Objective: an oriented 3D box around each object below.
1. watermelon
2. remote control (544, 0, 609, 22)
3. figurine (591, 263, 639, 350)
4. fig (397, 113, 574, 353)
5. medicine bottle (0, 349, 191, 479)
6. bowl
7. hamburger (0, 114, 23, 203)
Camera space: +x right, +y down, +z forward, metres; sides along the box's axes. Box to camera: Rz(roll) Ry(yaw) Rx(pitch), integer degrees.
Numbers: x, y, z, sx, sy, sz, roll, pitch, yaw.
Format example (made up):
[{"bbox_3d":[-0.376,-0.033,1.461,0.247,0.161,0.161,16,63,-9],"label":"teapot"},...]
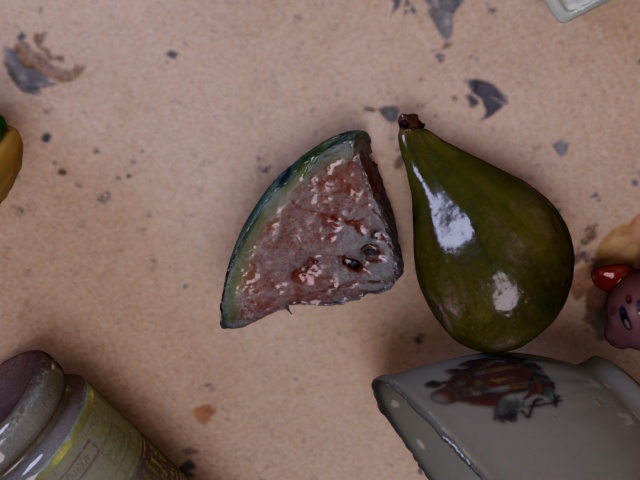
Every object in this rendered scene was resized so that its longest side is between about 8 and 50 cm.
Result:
[{"bbox_3d":[0.000,0.000,1.555,0.139,0.071,0.187,30,104,-23],"label":"watermelon"},{"bbox_3d":[0.291,-0.293,1.419,0.344,0.050,0.145,-27,114,13],"label":"remote control"},{"bbox_3d":[0.265,0.053,1.583,0.083,0.071,0.067,-18,158,16],"label":"figurine"},{"bbox_3d":[0.128,-0.010,1.509,0.127,0.133,0.184,5,123,38],"label":"fig"},{"bbox_3d":[-0.166,0.244,1.623,0.151,0.151,0.322,-37,112,16],"label":"medicine bottle"},{"bbox_3d":[0.203,0.195,1.546,0.157,0.337,0.337,-37,113,-7],"label":"bowl"},{"bbox_3d":[-0.300,-0.051,1.474,0.162,0.162,0.115,-36,106,16],"label":"hamburger"}]
